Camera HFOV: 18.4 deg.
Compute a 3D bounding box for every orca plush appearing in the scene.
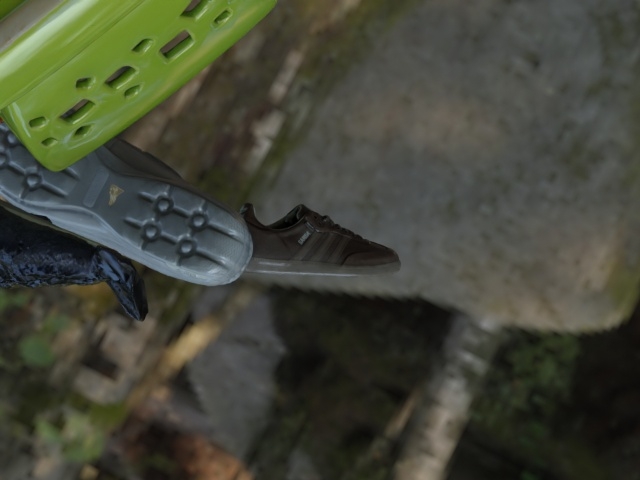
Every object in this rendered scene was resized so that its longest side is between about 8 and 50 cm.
[{"bbox_3d":[-0.265,0.020,1.575,0.287,0.102,0.151,21,-179,21],"label":"orca plush"}]

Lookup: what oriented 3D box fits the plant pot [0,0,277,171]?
[{"bbox_3d":[-0.193,-0.211,1.418,0.227,0.228,0.207,53,-178,10],"label":"plant pot"}]

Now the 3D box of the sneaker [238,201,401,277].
[{"bbox_3d":[0.000,0.000,1.959,0.188,0.071,0.066,2,180,-32],"label":"sneaker"}]

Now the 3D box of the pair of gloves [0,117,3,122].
[{"bbox_3d":[-0.305,-0.133,1.788,0.083,0.074,0.010,22,158,32],"label":"pair of gloves"}]

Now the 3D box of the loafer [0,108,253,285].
[{"bbox_3d":[-0.209,-0.047,1.870,0.319,0.112,0.111,31,175,11],"label":"loafer"}]
